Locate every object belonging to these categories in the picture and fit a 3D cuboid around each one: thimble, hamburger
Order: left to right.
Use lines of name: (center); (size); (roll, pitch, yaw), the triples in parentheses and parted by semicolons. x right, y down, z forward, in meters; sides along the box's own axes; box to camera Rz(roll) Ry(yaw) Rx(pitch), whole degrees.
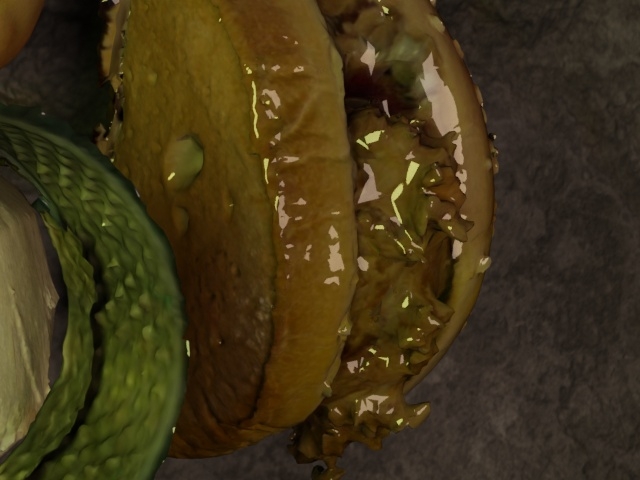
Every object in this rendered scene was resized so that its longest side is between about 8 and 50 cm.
thimble: (-0.219, 0.054, 0.845); (0.270, 0.150, 0.271); (-4, 97, -31)
hamburger: (0.000, 0.000, 1.134); (0.268, 0.287, 0.446); (-14, 131, -36)

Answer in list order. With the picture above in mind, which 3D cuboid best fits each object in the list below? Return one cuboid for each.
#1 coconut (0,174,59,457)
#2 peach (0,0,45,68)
coconut: (-0.289, 0.063, 1.027); (0.245, 0.245, 0.247); (-22, 114, -28)
peach: (-0.265, -0.183, 1.013); (0.184, 0.184, 0.184); (-10, 108, -32)
